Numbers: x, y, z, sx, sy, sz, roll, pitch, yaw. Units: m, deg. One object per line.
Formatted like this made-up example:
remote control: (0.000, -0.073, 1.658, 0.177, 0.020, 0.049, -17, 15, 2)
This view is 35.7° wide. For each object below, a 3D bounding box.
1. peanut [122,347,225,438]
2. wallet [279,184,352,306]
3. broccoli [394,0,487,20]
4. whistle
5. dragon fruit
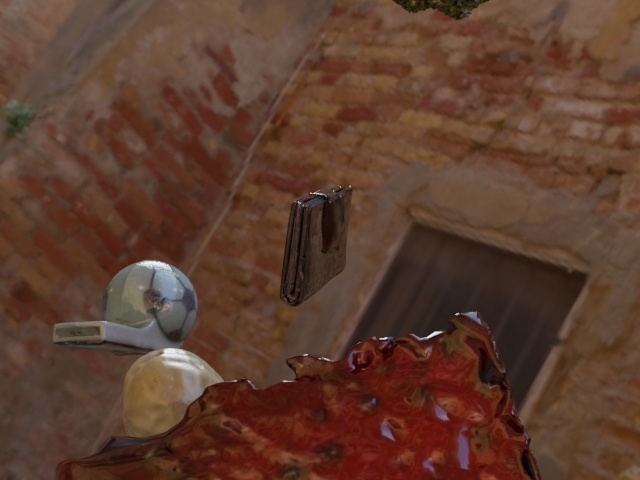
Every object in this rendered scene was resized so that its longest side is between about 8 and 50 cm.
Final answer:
peanut: (-0.100, 0.201, 0.980, 0.123, 0.123, 0.257, 21, -18, 51)
wallet: (0.000, 0.000, 1.220, 0.042, 0.124, 0.230, 10, 11, 15)
broccoli: (0.098, -0.217, 0.699, 0.120, 0.130, 0.131, 41, -15, 47)
whistle: (-0.284, 0.101, 1.543, 0.163, 0.163, 0.290, 28, 2, 27)
dragon fruit: (0.025, 0.251, 0.551, 0.228, 0.286, 0.329, 84, -13, -54)
